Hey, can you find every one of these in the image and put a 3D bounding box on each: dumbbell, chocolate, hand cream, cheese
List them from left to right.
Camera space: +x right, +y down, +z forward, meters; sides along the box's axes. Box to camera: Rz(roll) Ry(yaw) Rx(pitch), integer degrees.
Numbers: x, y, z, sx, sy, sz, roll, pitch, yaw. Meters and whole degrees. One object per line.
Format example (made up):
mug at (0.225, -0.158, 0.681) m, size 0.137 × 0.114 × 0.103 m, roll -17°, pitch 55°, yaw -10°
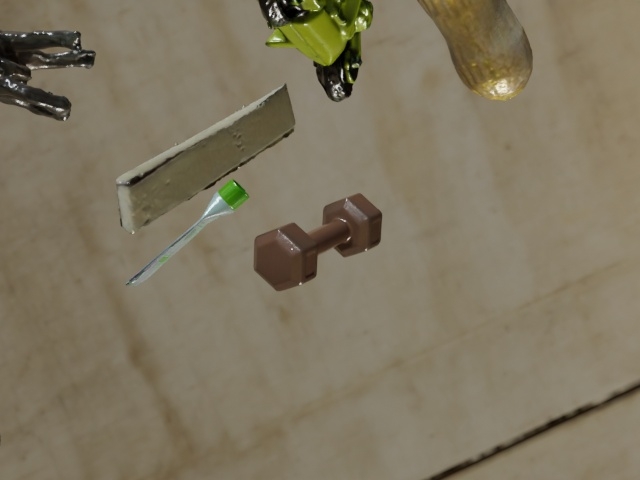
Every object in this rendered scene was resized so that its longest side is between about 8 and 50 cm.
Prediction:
hand cream at (-0.249, -0.007, 2.509) m, size 0.050 × 0.275 × 0.079 m, roll 51°, pitch -175°, yaw 32°
cheese at (-0.158, -0.125, 1.978) m, size 0.034 × 0.400 × 0.085 m, roll 12°, pitch 122°, yaw 33°
dumbbell at (0.000, 0.000, 1.869) m, size 0.082 × 0.231 × 0.092 m, roll 16°, pitch 114°, yaw 29°
chocolate at (0.225, -0.351, 2.067) m, size 0.309 × 0.134 × 0.134 m, roll 59°, pitch 177°, yaw -23°

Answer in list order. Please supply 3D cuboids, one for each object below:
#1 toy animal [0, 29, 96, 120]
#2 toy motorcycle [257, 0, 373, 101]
toy animal at (-0.310, -0.179, 1.350) m, size 0.233 × 0.148 × 0.084 m, roll -164°, pitch 91°, yaw -85°
toy motorcycle at (-0.006, -0.288, 1.458) m, size 0.342 × 0.142 × 0.206 m, roll 37°, pitch -134°, yaw -71°
